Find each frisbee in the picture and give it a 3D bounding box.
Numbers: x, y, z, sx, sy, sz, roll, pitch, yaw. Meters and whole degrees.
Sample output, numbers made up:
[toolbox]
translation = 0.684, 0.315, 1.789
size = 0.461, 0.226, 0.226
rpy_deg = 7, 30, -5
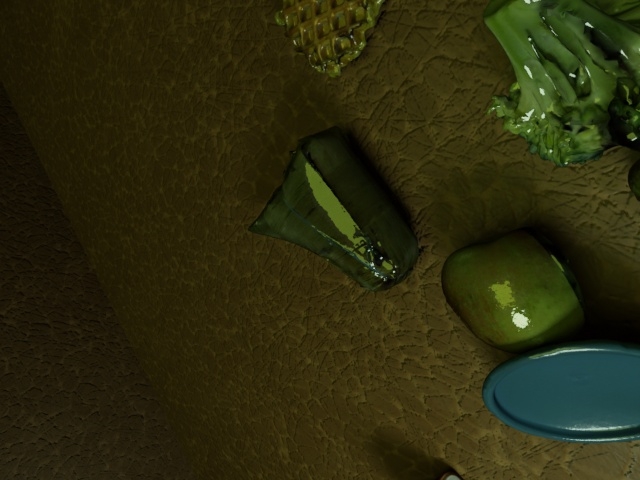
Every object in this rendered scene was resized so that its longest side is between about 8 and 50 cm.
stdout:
[frisbee]
translation = 0.397, 0.224, 0.614
size = 0.289, 0.049, 0.289
rpy_deg = 8, 134, 8

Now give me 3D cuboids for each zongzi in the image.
[zongzi]
translation = 0.000, 0.000, 0.852
size = 0.360, 0.160, 0.323
rpy_deg = -41, 78, 41

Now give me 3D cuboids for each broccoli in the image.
[broccoli]
translation = 0.297, -0.218, 0.448
size = 0.263, 0.243, 0.247
rpy_deg = -46, 35, 41

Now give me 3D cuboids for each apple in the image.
[apple]
translation = 0.297, 0.084, 0.637
size = 0.207, 0.174, 0.188
rpy_deg = -23, 88, 59

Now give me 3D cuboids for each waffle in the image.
[waffle]
translation = 0.014, -0.450, 0.749
size = 0.238, 0.059, 0.243
rpy_deg = 45, 127, 22

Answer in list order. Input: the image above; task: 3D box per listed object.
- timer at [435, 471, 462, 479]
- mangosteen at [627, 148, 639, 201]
[timer]
translation = 0.264, 0.677, 0.825
size = 0.257, 0.250, 0.161
rpy_deg = 47, 130, 17
[mangosteen]
translation = 0.444, -0.065, 0.451
size = 0.200, 0.200, 0.200
rpy_deg = 16, 116, 36
